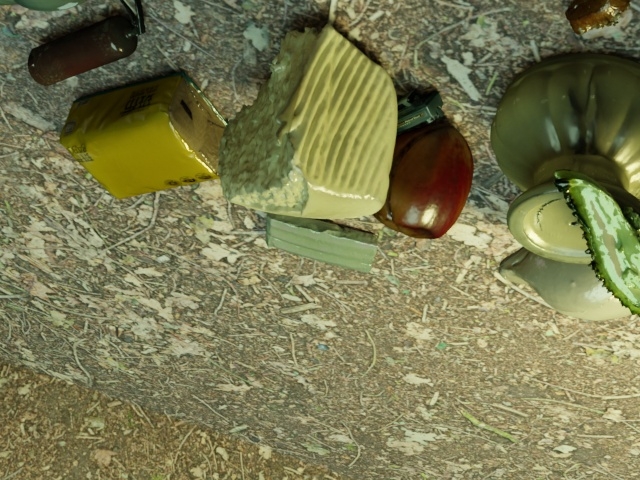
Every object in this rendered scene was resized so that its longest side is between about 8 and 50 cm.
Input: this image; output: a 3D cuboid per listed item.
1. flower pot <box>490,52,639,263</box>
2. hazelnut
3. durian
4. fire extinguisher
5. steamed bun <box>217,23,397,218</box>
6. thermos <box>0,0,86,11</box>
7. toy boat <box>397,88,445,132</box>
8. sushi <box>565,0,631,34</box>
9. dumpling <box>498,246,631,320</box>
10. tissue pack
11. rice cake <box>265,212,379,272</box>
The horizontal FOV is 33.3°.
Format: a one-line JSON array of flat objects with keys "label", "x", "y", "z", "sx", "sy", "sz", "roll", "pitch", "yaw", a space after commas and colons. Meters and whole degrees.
[{"label": "flower pot", "x": 0.411, "y": -0.112, "z": 1.670, "sx": 0.307, "sy": 0.244, "sz": 0.307, "roll": 11, "pitch": 149, "yaw": 7}, {"label": "hazelnut", "x": 0.173, "y": -0.110, "z": 1.843, "sx": 0.208, "sy": 0.208, "sz": 0.208, "roll": 10, "pitch": 148, "yaw": 6}, {"label": "durian", "x": 0.447, "y": 0.036, "z": 1.542, "sx": 0.132, "sy": 0.107, "sz": 0.375, "roll": -26, "pitch": 110, "yaw": 33}, {"label": "fire extinguisher", "x": -0.388, "y": -0.335, "z": 1.804, "sx": 0.267, "sy": 0.072, "sz": 0.089, "roll": -11, "pitch": 108, "yaw": 35}, {"label": "steamed bun", "x": -0.031, "y": -0.172, "z": 1.741, "sx": 0.273, "sy": 0.291, "sz": 0.272, "roll": 27, "pitch": 161, "yaw": -36}, {"label": "thermos", "x": -0.413, "y": -0.413, "z": 1.582, "sx": 0.286, "sy": 0.182, "sz": 0.145, "roll": 3, "pitch": 146, "yaw": 20}, {"label": "toy boat", "x": 0.140, "y": -0.211, "z": 1.799, "sx": 0.141, "sy": 0.055, "sz": 0.060, "roll": -21, "pitch": 111, "yaw": 45}, {"label": "sushi", "x": 0.399, "y": -0.328, "z": 1.516, "sx": 0.060, "sy": 0.062, "sz": 0.118, "roll": 22, "pitch": 169, "yaw": -28}, {"label": "dumpling", "x": 0.502, "y": 0.057, "z": 1.859, "sx": 0.260, "sy": 0.181, "sz": 0.341, "roll": 11, "pitch": 145, "yaw": -40}, {"label": "tissue pack", "x": -0.314, "y": -0.184, "z": 1.946, "sx": 0.270, "sy": 0.134, "sz": 0.192, "roll": -10, "pitch": 141, "yaw": 33}, {"label": "rice cake", "x": 0.000, "y": 0.000, "z": 2.201, "sx": 0.237, "sy": 0.043, "sz": 0.127, "roll": 13, "pitch": 147, "yaw": 0}]
